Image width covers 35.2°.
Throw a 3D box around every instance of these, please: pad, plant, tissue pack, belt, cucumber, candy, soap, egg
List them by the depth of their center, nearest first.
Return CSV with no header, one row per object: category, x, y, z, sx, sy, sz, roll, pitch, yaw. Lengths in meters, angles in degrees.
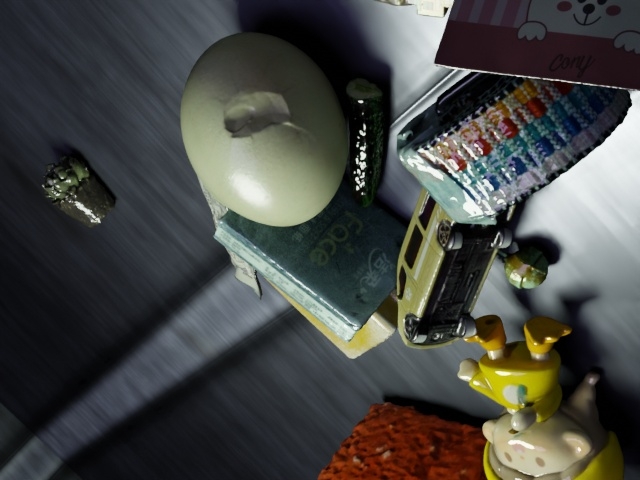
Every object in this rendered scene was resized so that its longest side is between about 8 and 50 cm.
pad,0.272,-0.248,0.998,0.300,0.202,0.005,15,173,32
belt,0.210,-0.132,1.140,0.257,0.207,0.150,-33,102,36
egg,-0.076,-0.149,1.360,0.219,0.219,0.269,-41,73,54
cucumber,0.063,-0.129,1.402,0.052,0.058,0.214,13,138,15
candy,0.227,-0.001,1.403,0.202,0.061,0.061,35,144,22
tissue pack,0.000,0.000,1.481,0.257,0.185,0.081,38,154,4
soap,0.008,0.065,1.633,0.257,0.080,0.160,43,145,-3
plant,-0.456,-0.092,1.889,0.143,0.092,0.094,47,152,-18

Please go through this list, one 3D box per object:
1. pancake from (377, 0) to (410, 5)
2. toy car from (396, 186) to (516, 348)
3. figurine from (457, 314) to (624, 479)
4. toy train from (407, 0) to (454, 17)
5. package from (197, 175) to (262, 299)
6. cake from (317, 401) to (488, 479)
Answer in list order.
pancake,0.080,-0.358,1.181,0.184,0.020,0.190,48,142,-10
toy car,0.168,0.024,1.365,0.124,0.101,0.256,-120,36,-45
figurine,0.323,0.263,1.478,0.215,0.187,0.343,12,130,47
toy train,0.164,-0.291,1.133,0.138,0.050,0.087,12,142,17
package,-0.150,-0.020,1.676,0.166,0.040,0.232,46,158,56
cake,0.180,0.478,1.744,0.270,0.270,0.319,8,133,37
